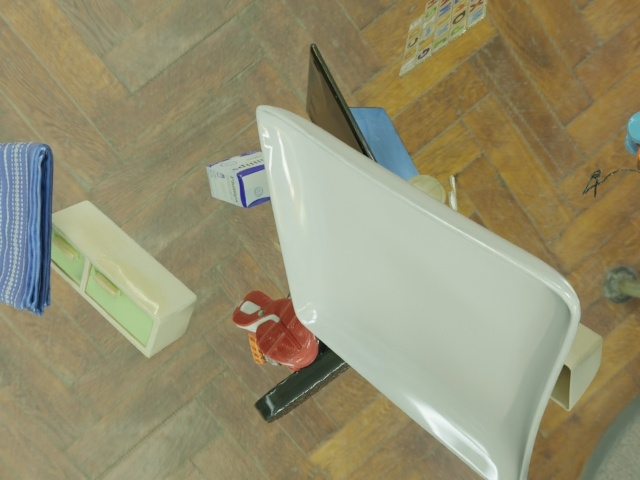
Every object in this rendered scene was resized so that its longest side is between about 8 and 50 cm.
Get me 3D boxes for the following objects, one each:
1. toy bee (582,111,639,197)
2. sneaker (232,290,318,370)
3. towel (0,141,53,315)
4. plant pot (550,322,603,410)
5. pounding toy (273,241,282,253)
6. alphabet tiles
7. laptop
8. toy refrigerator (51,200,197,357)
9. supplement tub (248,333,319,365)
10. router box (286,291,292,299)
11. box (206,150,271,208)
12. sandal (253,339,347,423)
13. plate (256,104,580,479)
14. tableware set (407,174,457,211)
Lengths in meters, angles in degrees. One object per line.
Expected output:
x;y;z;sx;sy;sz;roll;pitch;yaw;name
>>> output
0.702;-0.189;1.344;0.162;0.195;0.298;34;112;24;toy bee
-0.036;0.148;0.961;0.128;0.221;0.087;43;84;-29;sneaker
-0.503;-0.028;0.995;0.040;0.336;0.243;0;95;-49;towel
0.395;0.186;1.061;0.096;0.109;0.109;-31;131;-19;plant pot
-0.025;-0.013;1.548;0.181;0.206;0.094;9;127;12;pounding toy
0.241;-0.436;1.267;0.009;0.198;0.237;38;44;-24;alphabet tiles
0.148;-0.208;1.463;0.236;0.408;0.382;-23;74;-10;laptop
-0.341;0.062;1.085;0.269;0.094;0.102;39;130;15;toy refrigerator
-0.043;0.187;1.320;0.190;0.117;0.117;-12;98;3;supplement tub
-0.028;0.154;1.539;0.122;0.038;0.092;56;44;-33;router box
-0.141;-0.127;1.328;0.126;0.137;0.072;-24;118;-34;box
0.055;0.138;1.098;0.446;0.167;0.107;-38;75;4;sandal
0.068;0.048;0.519;0.045;0.277;0.278;-37;143;-25;plate
0.207;-0.036;1.294;0.128;0.039;0.194;0;71;-6;tableware set
